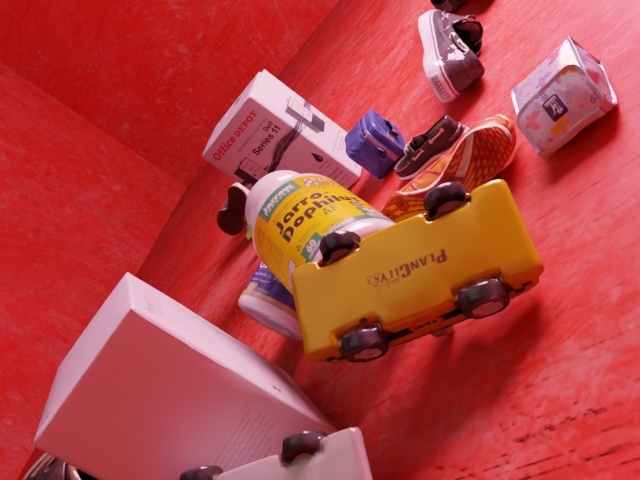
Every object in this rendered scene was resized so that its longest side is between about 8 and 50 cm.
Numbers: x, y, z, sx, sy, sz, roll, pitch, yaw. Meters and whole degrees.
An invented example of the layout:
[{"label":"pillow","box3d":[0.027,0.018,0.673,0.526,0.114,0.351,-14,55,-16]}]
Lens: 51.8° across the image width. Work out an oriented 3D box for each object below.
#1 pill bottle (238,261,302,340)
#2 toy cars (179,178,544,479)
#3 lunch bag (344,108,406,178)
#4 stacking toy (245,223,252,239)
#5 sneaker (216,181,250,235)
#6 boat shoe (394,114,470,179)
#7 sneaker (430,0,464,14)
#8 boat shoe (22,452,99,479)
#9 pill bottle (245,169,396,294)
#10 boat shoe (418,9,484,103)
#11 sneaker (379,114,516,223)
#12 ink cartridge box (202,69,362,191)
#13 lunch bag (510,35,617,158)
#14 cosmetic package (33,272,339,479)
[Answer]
[{"label":"pill bottle","box3d":[-0.022,0.029,0.809,0.169,0.094,0.094,-61,17,-18]},{"label":"toy cars","box3d":[0.023,0.123,0.504,0.176,0.087,0.394,28,83,36]},{"label":"lunch bag","box3d":[0.077,-0.135,0.898,0.065,0.067,0.098,-49,18,21]},{"label":"stacking toy","box3d":[-0.084,-0.096,1.304,0.221,0.052,0.167,-64,8,-3]},{"label":"sneaker","box3d":[-0.159,-0.084,1.377,0.086,0.064,0.192,-53,-2,-31]},{"label":"boat shoe","box3d":[0.122,-0.109,0.775,0.125,0.038,0.046,-26,33,59]},{"label":"sneaker","box3d":[0.230,-0.424,1.032,0.106,0.101,0.267,-35,19,1]},{"label":"boat shoe","box3d":[-0.438,0.417,1.166,0.355,0.132,0.130,-59,17,-9]},{"label":"pill bottle","box3d":[0.000,0.000,0.667,0.117,0.117,0.208,-54,35,4]},{"label":"boat shoe","box3d":[0.176,-0.257,0.856,0.076,0.080,0.228,-27,25,25]},{"label":"sneaker","box3d":[0.125,-0.052,0.648,0.175,0.064,0.067,-40,0,33]},{"label":"ink cartridge box","box3d":[-0.057,-0.138,1.029,0.153,0.208,0.087,-43,21,38]},{"label":"lunch bag","box3d":[0.201,-0.116,0.547,0.071,0.053,0.083,-43,29,39]},{"label":"cosmetic package","box3d":[-0.131,0.155,0.642,0.138,0.224,0.224,-57,17,-6]}]
